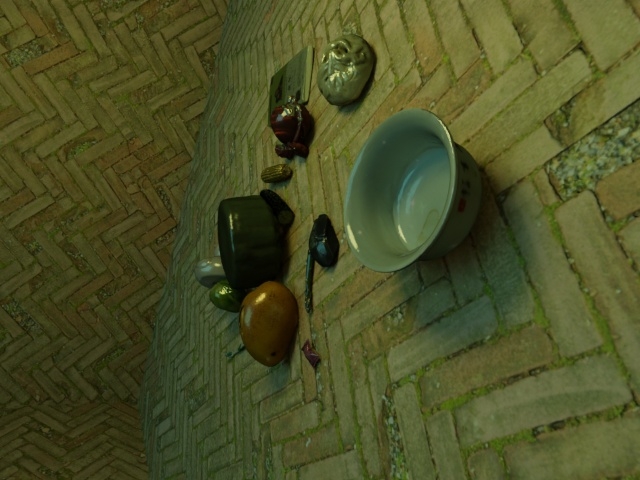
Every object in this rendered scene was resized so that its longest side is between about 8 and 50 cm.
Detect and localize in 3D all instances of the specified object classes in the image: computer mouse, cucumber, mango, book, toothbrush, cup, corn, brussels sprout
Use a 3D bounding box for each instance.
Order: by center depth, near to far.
[{"bbox_3d":[0.212,-0.092,0.943,0.347,0.162,0.348,-25,60,53],"label":"cup"},{"bbox_3d":[0.000,0.000,1.368,0.106,0.062,0.193,-47,45,42],"label":"computer mouse"},{"bbox_3d":[-0.184,0.285,1.474,0.159,0.190,0.291,162,110,-64],"label":"mango"},{"bbox_3d":[-0.185,-0.148,1.712,0.300,0.072,0.072,48,121,53],"label":"cucumber"},{"bbox_3d":[-0.183,-0.272,1.752,0.207,0.068,0.068,-2,79,57],"label":"corn"},{"bbox_3d":[-0.136,-0.640,1.819,0.352,0.035,0.240,-7,77,58],"label":"book"},{"bbox_3d":[-0.332,0.450,1.824,0.304,0.030,0.030,-38,50,45],"label":"toothbrush"},{"bbox_3d":[-0.399,0.234,1.852,0.183,0.145,0.132,20,76,18],"label":"brussels sprout"}]

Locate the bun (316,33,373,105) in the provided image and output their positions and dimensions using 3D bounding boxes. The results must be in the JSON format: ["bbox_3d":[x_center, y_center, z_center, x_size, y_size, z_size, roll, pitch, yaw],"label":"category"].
[{"bbox_3d":[0.065,-0.544,1.362,0.231,0.133,0.231,-27,57,51],"label":"bun"}]

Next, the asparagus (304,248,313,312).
[{"bbox_3d":[-0.036,0.121,1.424,0.034,0.027,0.236,155,121,-66],"label":"asparagus"}]

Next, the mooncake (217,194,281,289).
[{"bbox_3d":[-0.276,0.008,1.649,0.356,0.193,0.357,173,90,-70],"label":"mooncake"}]

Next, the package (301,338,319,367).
[{"bbox_3d":[-0.030,0.353,1.343,0.083,0.029,0.059,54,130,40],"label":"package"}]

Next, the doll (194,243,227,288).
[{"bbox_3d":[-0.455,0.105,1.979,0.250,0.221,0.221,-19,62,26],"label":"doll"}]

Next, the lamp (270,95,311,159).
[{"bbox_3d":[-0.122,-0.421,1.616,0.215,0.150,0.224,27,106,63],"label":"lamp"}]
